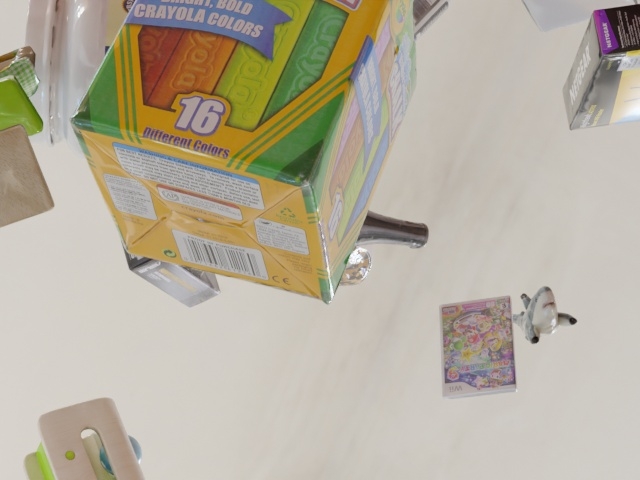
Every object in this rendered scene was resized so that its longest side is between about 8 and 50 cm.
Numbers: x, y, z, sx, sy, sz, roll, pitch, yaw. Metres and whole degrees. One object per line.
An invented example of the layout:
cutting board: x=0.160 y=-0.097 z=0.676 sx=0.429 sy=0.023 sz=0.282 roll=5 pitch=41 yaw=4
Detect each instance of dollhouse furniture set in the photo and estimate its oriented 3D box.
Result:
dollhouse furniture set: x=-0.361 y=-0.083 z=1.300 sx=0.197 sy=0.151 sz=0.301 roll=-20 pitch=-163 yaw=-6

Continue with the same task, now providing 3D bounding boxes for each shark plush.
shark plush: x=0.305 y=0.100 z=1.806 sx=0.161 sy=0.073 sz=0.067 roll=113 pitch=132 yaw=-87

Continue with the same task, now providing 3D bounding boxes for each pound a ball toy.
pound a ball toy: x=-0.229 y=0.337 z=1.521 sx=0.136 sy=0.208 sz=0.319 roll=-12 pitch=-119 yaw=-31

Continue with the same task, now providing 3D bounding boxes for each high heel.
high heel: x=0.000 y=0.000 z=1.770 sx=0.186 sy=0.261 sz=0.093 roll=10 pitch=-108 yaw=-32

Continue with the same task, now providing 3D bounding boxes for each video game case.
video game case: x=0.183 y=0.124 z=1.499 sx=0.087 sy=0.011 sz=0.122 roll=-9 pitch=-123 yaw=16

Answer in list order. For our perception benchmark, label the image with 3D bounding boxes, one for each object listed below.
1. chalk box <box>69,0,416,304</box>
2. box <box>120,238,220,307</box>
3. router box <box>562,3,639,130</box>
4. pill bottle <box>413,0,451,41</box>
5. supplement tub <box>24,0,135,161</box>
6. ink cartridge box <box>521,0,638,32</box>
chalk box: x=-0.034 y=-0.132 z=0.975 sx=0.180 sy=0.179 sz=0.289 roll=14 pitch=-118 yaw=14
box: x=-0.232 y=-0.037 z=1.814 sx=0.183 sy=0.056 sz=0.231 roll=41 pitch=-154 yaw=-60
router box: x=0.290 y=-0.153 z=1.111 sx=0.133 sy=0.179 sz=0.046 roll=-8 pitch=-105 yaw=1
pill bottle: x=0.154 y=-0.371 z=2.004 sx=0.078 sy=0.137 sz=0.078 roll=42 pitch=171 yaw=9
supplement tub: x=-0.194 y=-0.207 z=1.589 sx=0.325 sy=0.235 sz=0.235 roll=3 pitch=-149 yaw=-8
ink cartridge box: x=0.301 y=-0.362 z=1.528 sx=0.127 sy=0.128 sz=0.176 roll=49 pitch=-140 yaw=-40
